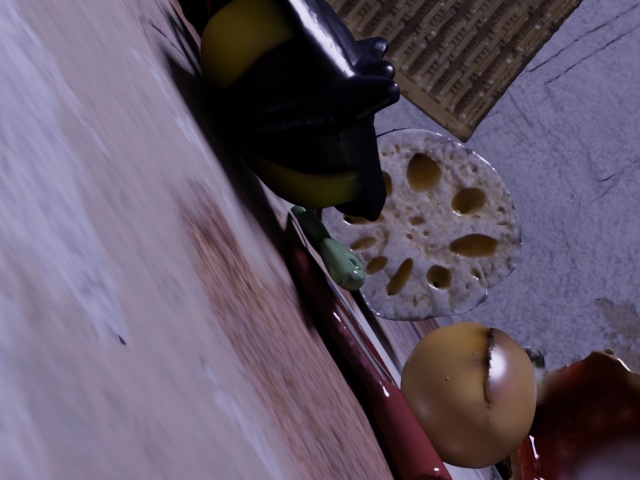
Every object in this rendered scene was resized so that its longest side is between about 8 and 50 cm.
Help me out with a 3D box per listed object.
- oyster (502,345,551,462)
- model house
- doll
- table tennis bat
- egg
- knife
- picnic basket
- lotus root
[{"bbox_3d":[0.244,0.226,1.438,0.238,0.115,0.351,51,0,1],"label":"oyster"},{"bbox_3d":[0.189,0.182,0.780,0.254,0.160,0.196,60,4,29],"label":"model house"},{"bbox_3d":[-0.018,-0.078,0.672,0.127,0.088,0.248,35,5,-24],"label":"doll"},{"bbox_3d":[0.021,0.058,0.606,0.098,0.019,0.154,56,3,-39],"label":"table tennis bat"},{"bbox_3d":[0.077,0.083,0.716,0.071,0.071,0.083,58,22,-19],"label":"egg"},{"bbox_3d":[0.000,0.000,0.652,0.030,0.014,0.207,53,-1,-9],"label":"knife"},{"bbox_3d":[0.020,-0.237,0.899,0.313,0.175,0.228,37,10,-12],"label":"picnic basket"},{"bbox_3d":[0.062,-0.012,0.867,0.122,0.112,0.081,59,2,-1],"label":"lotus root"}]
